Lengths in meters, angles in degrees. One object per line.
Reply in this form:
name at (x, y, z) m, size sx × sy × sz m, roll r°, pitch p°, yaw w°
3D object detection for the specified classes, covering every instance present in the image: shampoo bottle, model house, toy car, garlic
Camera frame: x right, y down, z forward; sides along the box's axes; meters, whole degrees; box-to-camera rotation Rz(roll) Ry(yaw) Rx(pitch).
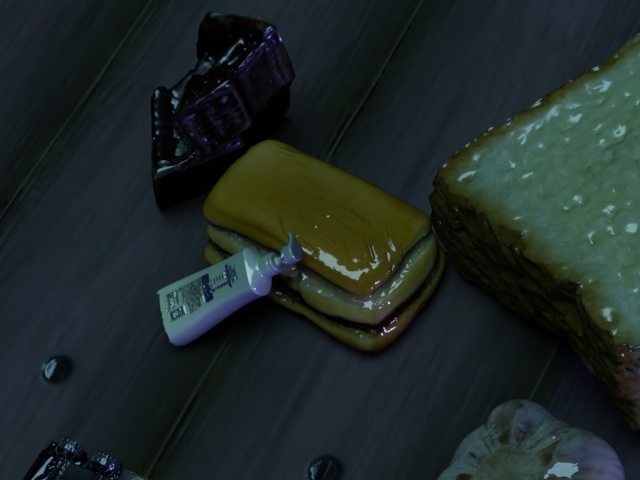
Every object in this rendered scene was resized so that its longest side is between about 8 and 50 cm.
shampoo bottle at (-0.070, 0.036, 1.345) m, size 0.141 × 0.034 × 0.049 m, roll -28°, pitch 61°, yaw 31°
model house at (-0.102, -0.108, 1.431) m, size 0.106 × 0.165 × 0.152 m, roll 34°, pitch 70°, yaw 12°
toy car at (-0.148, 0.209, 1.268) m, size 0.165 × 0.062 × 0.071 m, roll 18°, pitch 63°, yaw 24°
garlic at (0.149, 0.195, 1.188) m, size 0.147 × 0.102 × 0.159 m, roll -32°, pitch 43°, yaw 7°

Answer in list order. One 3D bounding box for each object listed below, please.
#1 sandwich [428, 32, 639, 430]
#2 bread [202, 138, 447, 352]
sandwich at (0.271, -0.004, 1.250) m, size 0.262 × 0.131 × 0.325 m, roll -33°, pitch 44°, yaw -11°
bread at (0.000, 0.000, 1.373) m, size 0.200 × 0.077 × 0.116 m, roll 28°, pitch 59°, yaw 27°
